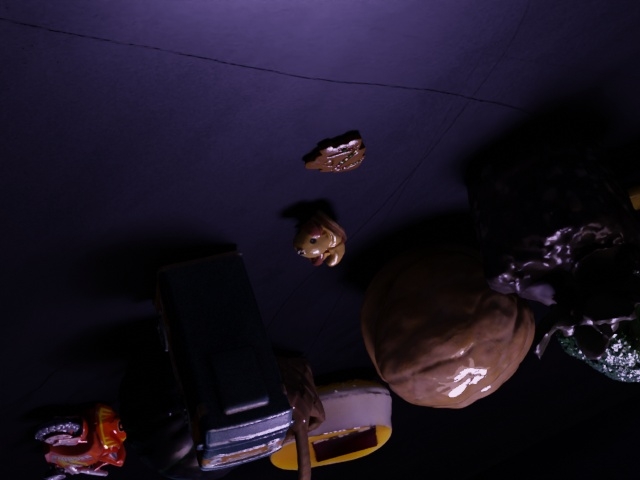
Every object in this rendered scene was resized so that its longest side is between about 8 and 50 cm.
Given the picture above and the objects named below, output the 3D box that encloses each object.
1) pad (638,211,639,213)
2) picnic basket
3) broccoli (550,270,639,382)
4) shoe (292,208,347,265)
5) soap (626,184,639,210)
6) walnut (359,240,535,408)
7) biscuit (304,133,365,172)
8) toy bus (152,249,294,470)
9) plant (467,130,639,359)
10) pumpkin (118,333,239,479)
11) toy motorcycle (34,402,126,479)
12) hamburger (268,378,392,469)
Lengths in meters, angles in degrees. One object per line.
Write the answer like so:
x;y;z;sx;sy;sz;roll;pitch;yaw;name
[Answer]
0.549;0.043;1.912;0.269;0.269;0.012;-33;119;29;pad
-0.132;0.380;2.033;0.293;0.337;0.337;-32;155;30;picnic basket
0.496;0.091;1.699;0.269;0.254;0.269;-9;115;-20;broccoli
0.003;0.002;1.566;0.069;0.072;0.109;-51;180;1;shoe
0.510;-0.061;1.885;0.168;0.033;0.089;-20;160;1;soap
0.204;0.140;1.813;0.285;0.285;0.296;-20;-166;3;walnut
0.025;-0.104;1.413;0.082;0.016;0.092;-26;156;16;biscuit
-0.140;0.165;1.568;0.138;0.275;0.167;-12;156;-17;toy bus
0.352;0.019;1.580;0.215;0.312;0.213;-35;156;31;plant
-0.220;0.268;1.805;0.248;0.248;0.248;-16;158;-7;pumpkin
-0.438;0.377;2.074;0.171;0.089;0.298;-15;158;-13;toy motorcycle
0.010;0.381;2.381;0.295;0.151;0.227;-5;150;-14;hamburger
